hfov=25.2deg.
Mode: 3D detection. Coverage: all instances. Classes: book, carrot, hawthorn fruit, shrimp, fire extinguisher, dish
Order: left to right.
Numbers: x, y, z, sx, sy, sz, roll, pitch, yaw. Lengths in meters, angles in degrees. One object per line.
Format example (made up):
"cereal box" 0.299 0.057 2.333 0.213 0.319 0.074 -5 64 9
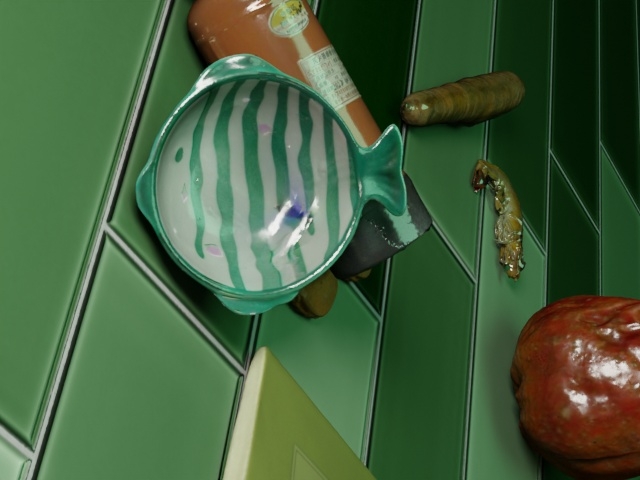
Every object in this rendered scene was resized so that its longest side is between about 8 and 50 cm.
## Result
"dish" -0.051 -0.050 1.264 0.246 0.078 0.224 -6 94 -20
"fire extinguisher" -0.034 -0.152 1.386 0.376 0.113 0.200 59 0 -9
"book" 0.013 0.293 1.329 0.352 0.035 0.239 53 32 -36
"carrot" 0.180 -0.181 1.878 0.342 0.070 0.070 -19 93 -58
"shrimp" 0.245 -0.037 1.957 0.124 0.034 0.178 44 38 -41
"hawthorn fruit" 0.369 0.186 1.838 0.258 0.262 0.258 17 66 -43

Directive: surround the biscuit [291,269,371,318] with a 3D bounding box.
"biscuit" 0.000 0.000 1.460 0.186 0.036 0.192 58 32 -33
